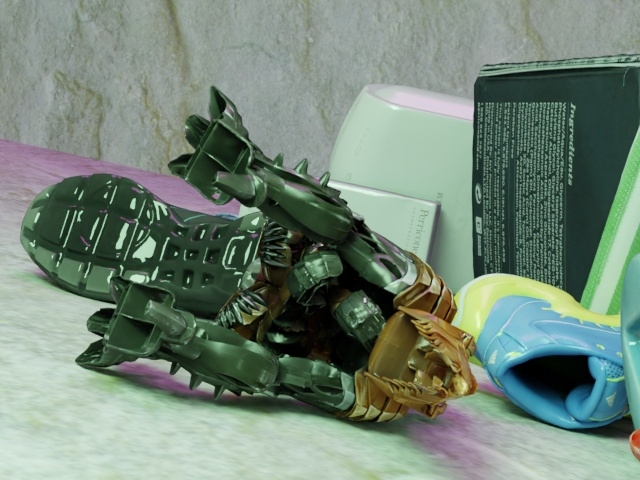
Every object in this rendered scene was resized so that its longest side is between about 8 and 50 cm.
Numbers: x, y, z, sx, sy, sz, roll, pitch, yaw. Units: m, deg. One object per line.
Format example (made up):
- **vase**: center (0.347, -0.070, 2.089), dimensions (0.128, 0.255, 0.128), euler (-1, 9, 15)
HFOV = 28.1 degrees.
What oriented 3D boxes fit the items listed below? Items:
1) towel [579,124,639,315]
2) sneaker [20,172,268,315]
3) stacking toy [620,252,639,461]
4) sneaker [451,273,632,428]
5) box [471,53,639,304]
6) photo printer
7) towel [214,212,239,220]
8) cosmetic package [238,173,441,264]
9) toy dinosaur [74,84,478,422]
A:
- **towel**: center (0.360, 0.034, 0.965), dimensions (0.324, 0.248, 0.038), euler (10, 21, -12)
- **sneaker**: center (-0.107, 0.021, 1.002), dimensions (0.267, 0.101, 0.106), euler (12, -18, 14)
- **stacking toy**: center (0.208, 0.014, 0.663), dimensions (0.130, 0.280, 0.309), euler (-4, 4, 2)
- **sneaker**: center (0.205, 0.099, 0.882), dimensions (0.240, 0.091, 0.126), euler (12, 22, -11)
- **box**: center (0.442, -0.037, 1.255), dimensions (0.479, 0.297, 0.472), euler (-2, 5, -9)
- **photo printer**: center (0.160, -0.058, 1.620), dimensions (0.307, 0.256, 0.107), euler (12, 24, -2)
- **towel**: center (0.000, 0.000, 1.865), dimensions (0.285, 0.034, 0.209), euler (13, 3, 13)
- **cosmetic package**: center (0.020, -0.014, 1.534), dimensions (0.231, 0.117, 0.085), euler (11, 4, 8)
- **toy dinosaur**: center (0.006, 0.031, 0.722), dimensions (0.218, 0.164, 0.322), euler (27, -23, -19)
